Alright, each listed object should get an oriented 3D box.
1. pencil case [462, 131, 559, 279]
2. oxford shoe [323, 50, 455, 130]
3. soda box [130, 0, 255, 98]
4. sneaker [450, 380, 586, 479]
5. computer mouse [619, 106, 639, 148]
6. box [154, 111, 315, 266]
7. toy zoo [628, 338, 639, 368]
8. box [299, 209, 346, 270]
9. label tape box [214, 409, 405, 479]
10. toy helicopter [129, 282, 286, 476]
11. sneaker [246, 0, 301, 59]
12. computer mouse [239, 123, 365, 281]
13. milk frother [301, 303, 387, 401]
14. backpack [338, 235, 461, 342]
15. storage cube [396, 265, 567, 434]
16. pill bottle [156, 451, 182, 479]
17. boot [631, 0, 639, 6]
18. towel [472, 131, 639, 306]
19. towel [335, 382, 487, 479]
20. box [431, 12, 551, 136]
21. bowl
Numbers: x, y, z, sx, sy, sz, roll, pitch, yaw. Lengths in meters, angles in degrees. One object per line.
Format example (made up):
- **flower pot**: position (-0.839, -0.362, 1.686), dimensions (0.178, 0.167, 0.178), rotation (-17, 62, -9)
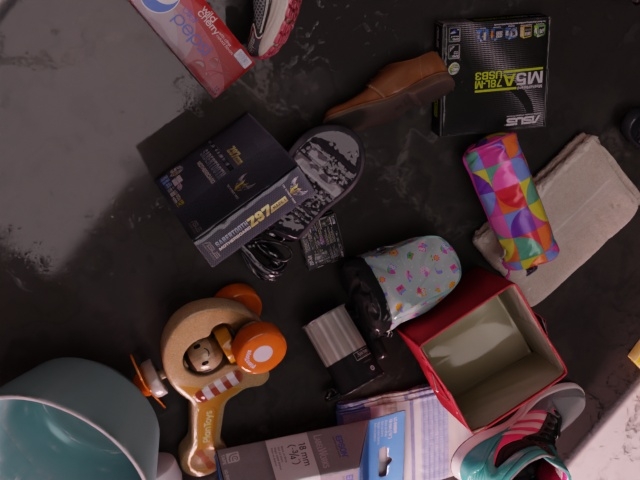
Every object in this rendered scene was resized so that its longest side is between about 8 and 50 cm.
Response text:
- **pencil case**: position (0.309, -0.059, 1.937), dimensions (0.104, 0.104, 0.236), rotation (-22, 97, -10)
- **oxford shoe**: position (0.098, -0.231, 1.854), dimensions (0.212, 0.076, 0.076), rotation (-22, 159, 3)
- **soda box**: position (-0.210, -0.330, 1.685), dimensions (0.083, 0.092, 0.263), rotation (-40, 118, -1)
- **sneaker**: position (0.396, 0.368, 2.104), dimensions (0.296, 0.178, 0.123), rotation (-30, 124, -20)
- **computer mouse**: position (0.601, -0.168, 2.067), dimensions (0.242, 0.041, 0.071), rotation (27, 99, -33)
- **box**: position (-0.130, -0.080, 1.734), dimensions (0.183, 0.232, 0.059), rotation (-35, 124, -2)
- **toy zoo**: position (0.709, 0.213, 2.254), dimensions (0.192, 0.030, 0.293), rotation (-46, 117, 3)
- **box**: position (0.000, 0.000, 1.932), dimensions (0.067, 0.018, 0.083), rotation (-21, 116, -10)
- **label tape box**: position (-0.001, 0.436, 2.015), dimensions (0.334, 0.106, 0.240), rotation (-11, 129, -11)
- **toy helicopter**: position (-0.198, 0.245, 1.905), dimensions (0.235, 0.140, 0.355), rotation (-8, 126, -23)
- **sneaker**: position (-0.077, -0.408, 1.700), dimensions (0.112, 0.121, 0.299), rotation (8, 109, 6)
- **computer mouse**: position (-0.049, -0.083, 1.858), dimensions (0.272, 0.072, 0.188), rotation (-42, 111, 10)
- **milk frother**: position (0.024, 0.192, 1.980), dimensions (0.143, 0.129, 0.134), rotation (-33, 83, 27)
- **backpack**: position (0.139, 0.067, 1.938), dimensions (0.182, 0.115, 0.151), rotation (-22, 86, -20)
- **storage cube**: position (0.260, 0.176, 1.973), dimensions (0.215, 0.193, 0.183), rotation (-33, 102, -5)
- **pill bottle**: position (-0.249, 0.495, 1.962), dimensions (0.152, 0.152, 0.272), rotation (-21, 108, -10)
- **boot**: position (0.417, -0.489, 1.853), dimensions (0.229, 0.091, 0.262), rotation (-8, 110, -10)
- **towel**: position (0.408, -0.037, 2.043), dimensions (0.282, 0.049, 0.187), rotation (-42, 116, 2)
- **towel**: position (0.166, 0.348, 2.121), dimensions (0.285, 0.034, 0.209), rotation (-11, 116, -13)
- **box**: position (0.273, -0.265, 1.905), dimensions (0.191, 0.045, 0.184), rotation (-6, 110, -16)
- **bowl**: position (-0.368, 0.299, 1.804), dimensions (0.312, 0.163, 0.311), rotation (11, 128, 14)
